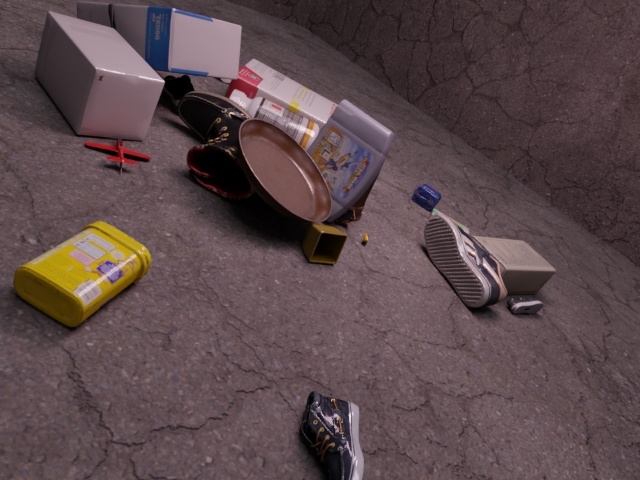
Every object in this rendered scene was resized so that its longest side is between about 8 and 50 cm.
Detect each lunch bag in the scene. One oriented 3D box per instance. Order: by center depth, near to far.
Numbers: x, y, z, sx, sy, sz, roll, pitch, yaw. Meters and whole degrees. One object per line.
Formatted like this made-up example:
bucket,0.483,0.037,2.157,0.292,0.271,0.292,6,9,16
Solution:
lunch bag,0.386,-0.161,1.876,0.098,0.067,0.065,36,28,14

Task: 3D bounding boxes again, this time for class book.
book,0.456,-0.058,1.818,0.144,0.035,0.096,31,24,5

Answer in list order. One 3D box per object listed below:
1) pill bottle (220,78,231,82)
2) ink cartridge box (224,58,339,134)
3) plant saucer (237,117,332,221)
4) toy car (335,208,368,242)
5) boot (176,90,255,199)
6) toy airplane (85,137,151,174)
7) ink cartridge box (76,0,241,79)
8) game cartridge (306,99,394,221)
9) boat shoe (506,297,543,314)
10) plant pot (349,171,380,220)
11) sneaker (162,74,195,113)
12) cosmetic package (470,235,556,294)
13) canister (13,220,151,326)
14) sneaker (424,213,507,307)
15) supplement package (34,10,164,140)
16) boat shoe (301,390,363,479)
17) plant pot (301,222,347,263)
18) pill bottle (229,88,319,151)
pill bottle,-0.368,-0.666,1.997,0.067,0.067,0.120,14,32,-27
ink cartridge box,-0.118,-0.442,1.762,0.385,0.160,0.279,26,28,-7
plant saucer,-0.094,-0.165,1.270,0.311,0.050,0.310,36,34,-29
toy car,0.085,-0.033,1.435,0.040,0.060,0.122,76,-12,-68
boot,-0.264,-0.255,1.352,0.378,0.138,0.284,37,28,-1
toy airplane,-0.464,-0.202,1.181,0.151,0.028,0.151,21,29,-13
ink cartridge box,-0.480,-0.593,1.523,0.395,0.166,0.286,17,19,27
game cartridge,0.056,-0.210,1.401,0.198,0.297,0.062,40,13,21
boat shoe,0.613,0.191,1.531,0.142,0.049,0.040,5,36,-35
plant pot,0.085,-0.172,1.506,0.167,0.165,0.167,23,28,-13
sneaker,-0.424,-0.472,1.590,0.084,0.097,0.234,7,35,-38
cosmetic package,0.586,0.081,1.619,0.310,0.113,0.160,4,37,-39
canister,-0.370,0.049,0.808,0.126,0.073,0.170,31,29,2
sneaker,0.418,0.059,1.487,0.128,0.126,0.321,4,48,-33
supplement package,-0.554,-0.402,1.268,0.178,0.175,0.293,-4,43,-49
boat shoe,0.012,0.306,0.763,0.083,0.065,0.183,22,23,-9
plant pot,0.000,0.000,1.239,0.081,0.081,0.083,8,23,-36
pill bottle,-0.157,-0.337,1.554,0.279,0.162,0.162,25,28,-10
